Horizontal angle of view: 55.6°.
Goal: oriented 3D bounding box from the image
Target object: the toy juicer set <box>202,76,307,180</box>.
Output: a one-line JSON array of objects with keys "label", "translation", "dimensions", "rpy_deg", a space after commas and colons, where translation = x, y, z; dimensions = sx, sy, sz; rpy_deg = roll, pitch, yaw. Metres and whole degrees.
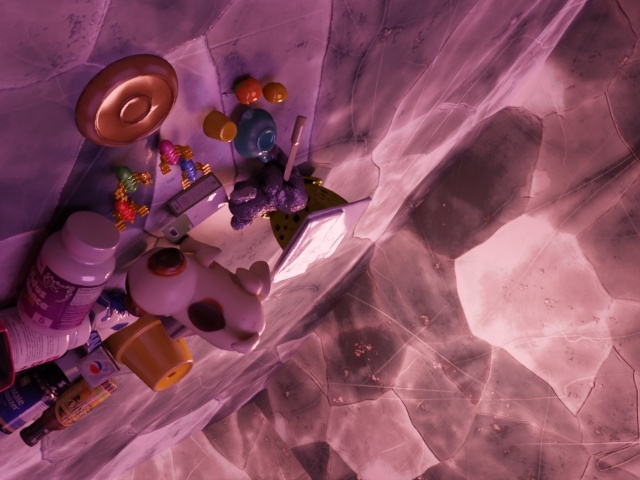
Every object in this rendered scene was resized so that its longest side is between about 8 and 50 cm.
[{"label": "toy juicer set", "translation": [-0.148, -0.307, 1.579], "dimensions": [0.329, 0.089, 0.209], "rpy_deg": [25, 95, -55]}]

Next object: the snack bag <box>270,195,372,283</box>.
[{"label": "snack bag", "translation": [0.000, 0.000, 2.023], "dimensions": [0.342, 0.037, 0.323], "rpy_deg": [-19, 151, -48]}]

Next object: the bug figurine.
[{"label": "bug figurine", "translation": [-0.404, -0.147, 1.474], "dimensions": [0.279, 0.072, 0.216], "rpy_deg": [-37, 163, -19]}]

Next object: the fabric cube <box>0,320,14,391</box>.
[{"label": "fabric cube", "translation": [-0.789, 0.193, 1.186], "dimensions": [0.259, 0.258, 0.254], "rpy_deg": [-26, 156, -37]}]

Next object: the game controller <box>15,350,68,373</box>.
[{"label": "game controller", "translation": [-0.841, 0.330, 1.621], "dimensions": [0.166, 0.067, 0.319], "rpy_deg": [-23, 175, 35]}]

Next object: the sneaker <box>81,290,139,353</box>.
[{"label": "sneaker", "translation": [-0.623, 0.197, 1.769], "dimensions": [0.182, 0.127, 0.315], "rpy_deg": [-33, 167, -34]}]

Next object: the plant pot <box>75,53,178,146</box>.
[{"label": "plant pot", "translation": [-0.392, -0.280, 1.266], "dimensions": [0.236, 0.032, 0.236], "rpy_deg": [-36, 160, -15]}]

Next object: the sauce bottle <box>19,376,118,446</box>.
[{"label": "sauce bottle", "translation": [-0.878, 0.583, 2.122], "dimensions": [0.344, 0.111, 0.111], "rpy_deg": [-38, 161, -12]}]

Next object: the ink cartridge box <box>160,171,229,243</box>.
[{"label": "ink cartridge box", "translation": [-0.362, -0.091, 1.702], "dimensions": [0.209, 0.062, 0.109], "rpy_deg": [-37, 162, -11]}]

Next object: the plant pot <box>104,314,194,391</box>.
[{"label": "plant pot", "translation": [-0.565, 0.373, 2.071], "dimensions": [0.254, 0.239, 0.254], "rpy_deg": [-36, 160, -15]}]

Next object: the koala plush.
[{"label": "koala plush", "translation": [-0.173, -0.131, 1.756], "dimensions": [0.221, 0.203, 0.196], "rpy_deg": [-33, 159, -29]}]

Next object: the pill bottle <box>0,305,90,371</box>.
[{"label": "pill bottle", "translation": [-0.744, 0.241, 1.534], "dimensions": [0.283, 0.160, 0.160], "rpy_deg": [-15, 148, -53]}]

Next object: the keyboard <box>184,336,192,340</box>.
[{"label": "keyboard", "translation": [-0.509, 0.332, 2.455], "dimensions": [0.072, 0.014, 0.256], "rpy_deg": [-13, 147, -45]}]

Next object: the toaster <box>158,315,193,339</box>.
[{"label": "toaster", "translation": [-0.455, 0.232, 2.039], "dimensions": [0.110, 0.168, 0.185], "rpy_deg": [-39, 165, 20]}]

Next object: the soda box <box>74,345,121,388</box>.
[{"label": "soda box", "translation": [-0.710, 0.405, 1.946], "dimensions": [0.091, 0.098, 0.286], "rpy_deg": [-35, -179, -19]}]

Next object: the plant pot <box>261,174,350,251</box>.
[{"label": "plant pot", "translation": [-0.053, -0.096, 2.080], "dimensions": [0.227, 0.207, 0.228], "rpy_deg": [-48, 161, 21]}]

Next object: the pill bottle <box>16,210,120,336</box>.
[{"label": "pill bottle", "translation": [-0.596, 0.078, 1.450], "dimensions": [0.169, 0.169, 0.301], "rpy_deg": [-13, 146, -55]}]

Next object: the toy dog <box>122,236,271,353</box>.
[{"label": "toy dog", "translation": [-0.381, 0.168, 1.793], "dimensions": [0.408, 0.395, 0.284], "rpy_deg": [30, 119, -33]}]

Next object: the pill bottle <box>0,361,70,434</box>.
[{"label": "pill bottle", "translation": [-0.883, 0.474, 1.845], "dimensions": [0.219, 0.123, 0.123], "rpy_deg": [-36, 161, -17]}]
